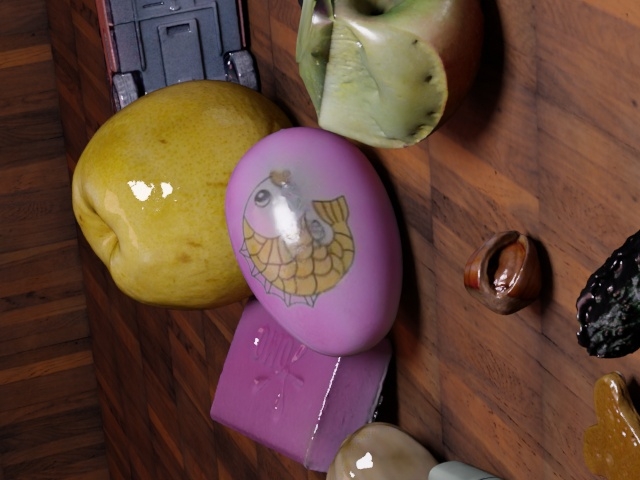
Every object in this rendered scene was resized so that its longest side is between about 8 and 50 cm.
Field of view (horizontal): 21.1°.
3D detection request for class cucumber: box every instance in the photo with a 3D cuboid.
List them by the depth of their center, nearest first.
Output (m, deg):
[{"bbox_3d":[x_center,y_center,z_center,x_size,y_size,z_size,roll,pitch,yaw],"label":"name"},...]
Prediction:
[{"bbox_3d":[0.282,0.006,1.316,0.072,0.081,0.303,32,150,-1],"label":"cucumber"}]

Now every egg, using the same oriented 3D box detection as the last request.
[{"bbox_3d":[0.000,0.000,1.976,0.271,0.196,0.196,56,159,4],"label":"egg"}]

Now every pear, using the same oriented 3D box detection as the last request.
[{"bbox_3d":[-0.160,-0.058,2.222,0.314,0.314,0.314,168,90,-72],"label":"pear"}]

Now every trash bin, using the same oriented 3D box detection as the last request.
[{"bbox_3d":[0.169,0.308,1.870,0.130,0.059,0.116,-167,68,-71],"label":"trash bin"}]

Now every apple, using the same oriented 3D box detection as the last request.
[{"bbox_3d":[0.066,-0.199,1.671,0.207,0.174,0.188,41,161,26],"label":"apple"}]

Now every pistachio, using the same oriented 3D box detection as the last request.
[{"bbox_3d":[0.083,0.320,2.020,0.153,0.138,0.238,13,120,32],"label":"pistachio"}]

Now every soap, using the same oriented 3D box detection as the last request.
[{"bbox_3d":[-0.029,0.177,2.164,0.259,0.081,0.181,18,88,57],"label":"soap"}]

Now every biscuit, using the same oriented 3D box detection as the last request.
[{"bbox_3d":[0.292,0.219,1.488,0.205,0.031,0.138,-121,25,-44],"label":"biscuit"}]

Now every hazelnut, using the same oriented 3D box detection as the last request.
[{"bbox_3d":[0.177,0.029,1.648,0.086,0.086,0.086,168,90,-72],"label":"hazelnut"}]

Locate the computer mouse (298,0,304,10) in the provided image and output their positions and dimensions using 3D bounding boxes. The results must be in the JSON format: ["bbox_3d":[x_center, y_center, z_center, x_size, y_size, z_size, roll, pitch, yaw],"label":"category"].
[{"bbox_3d":[0.026,-0.304,1.834,0.269,0.100,0.170,109,142,-58],"label":"computer mouse"}]

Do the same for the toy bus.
[{"bbox_3d":[-0.219,-0.342,2.383,0.233,0.203,0.427,-127,27,-61],"label":"toy bus"}]
